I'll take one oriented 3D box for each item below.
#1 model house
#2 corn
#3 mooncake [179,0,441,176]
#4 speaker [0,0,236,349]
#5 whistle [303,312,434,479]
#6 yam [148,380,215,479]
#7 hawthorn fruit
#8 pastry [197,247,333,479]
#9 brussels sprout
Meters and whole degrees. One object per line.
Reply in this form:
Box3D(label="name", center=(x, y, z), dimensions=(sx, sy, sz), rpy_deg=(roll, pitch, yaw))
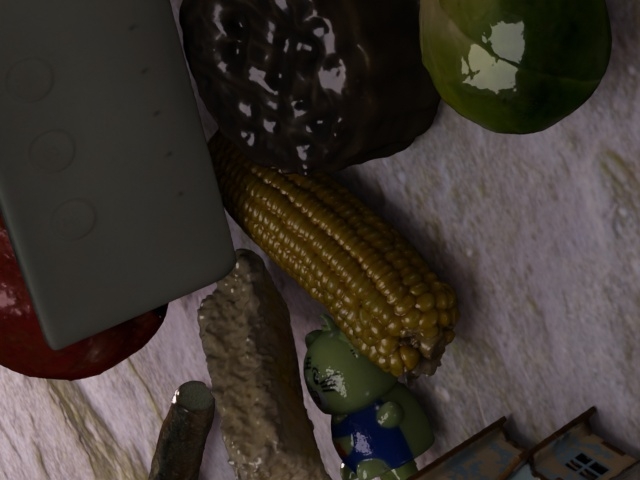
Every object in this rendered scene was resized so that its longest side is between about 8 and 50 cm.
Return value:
Box3D(label="model house", center=(0.140, 0.255, 1.650), dimensions=(0.206, 0.178, 0.271), rpy_deg=(33, 139, 39))
Box3D(label="corn", center=(0.001, -0.003, 1.715), dimensions=(0.313, 0.102, 0.102), rpy_deg=(42, 141, 27))
Box3D(label="mooncake", center=(-0.011, -0.160, 1.601), dimensions=(0.228, 0.124, 0.228), rpy_deg=(30, 133, 38))
Box3D(label="speaker", center=(-0.210, -0.123, 1.685), dimensions=(0.183, 0.184, 0.406), rpy_deg=(-122, 16, -57))
Box3D(label="whistle", center=(0.048, 0.168, 1.784), dimensions=(0.105, 0.085, 0.227), rpy_deg=(-12, 103, 65))
Box3D(label="yam", center=(-0.158, 0.256, 2.146), dimensions=(0.061, 0.061, 0.274), rpy_deg=(44, 141, 26))
Box3D(label="hawthorn fruit", center=(-0.252, 0.020, 1.931), dimensions=(0.300, 0.254, 0.254), rpy_deg=(27, 133, 46))
Box3D(label="pastry", center=(-0.056, 0.129, 1.802), dimensions=(0.121, 0.089, 0.258), rpy_deg=(69, -178, -54))
Box3D(label="brussels sprout", center=(0.140, -0.149, 1.414), dimensions=(0.155, 0.117, 0.155), rpy_deg=(4, 95, 57))
